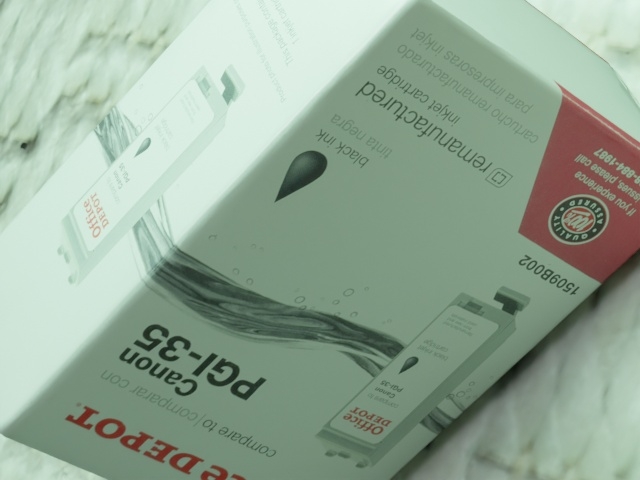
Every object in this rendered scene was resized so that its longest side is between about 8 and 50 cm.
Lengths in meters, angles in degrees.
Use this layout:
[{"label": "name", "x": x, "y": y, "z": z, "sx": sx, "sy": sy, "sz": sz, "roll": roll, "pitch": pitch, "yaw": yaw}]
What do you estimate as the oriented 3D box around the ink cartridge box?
[{"label": "ink cartridge box", "x": 0.000, "y": 0.000, "z": 0.929, "sx": 0.283, "sy": 0.207, "sz": 0.117, "roll": -46, "pitch": 40, "yaw": 19}]
